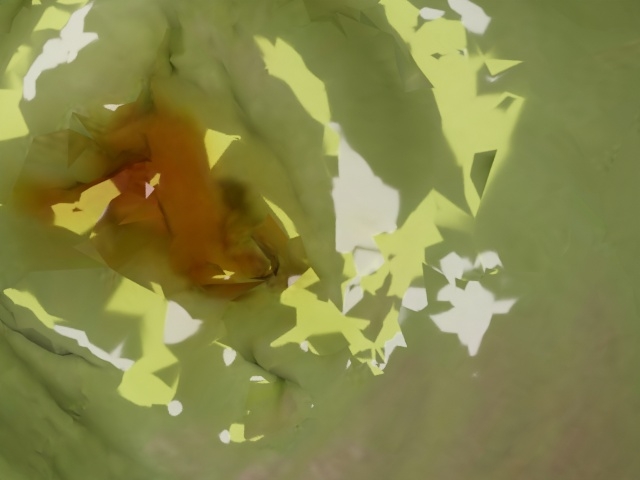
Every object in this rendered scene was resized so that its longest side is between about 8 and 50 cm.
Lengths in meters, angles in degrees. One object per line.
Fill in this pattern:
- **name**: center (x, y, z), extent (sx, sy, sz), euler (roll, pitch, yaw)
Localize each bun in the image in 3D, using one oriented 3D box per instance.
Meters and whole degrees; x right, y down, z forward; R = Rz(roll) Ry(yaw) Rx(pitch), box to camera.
- **bun**: center (0.000, 0.000, 0.393), extent (0.293, 0.187, 0.293), euler (3, 104, 12)
